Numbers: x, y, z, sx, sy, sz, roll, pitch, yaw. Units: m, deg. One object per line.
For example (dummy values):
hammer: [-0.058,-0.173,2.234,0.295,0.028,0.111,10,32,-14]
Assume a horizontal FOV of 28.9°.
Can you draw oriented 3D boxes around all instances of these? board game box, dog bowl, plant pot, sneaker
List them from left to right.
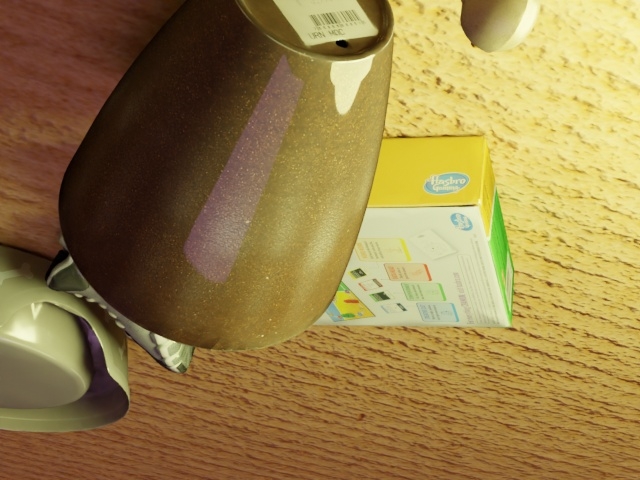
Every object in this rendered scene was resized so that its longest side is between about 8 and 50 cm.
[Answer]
dog bowl: [-0.371,0.106,1.355,0.348,0.102,0.349,5,153,3]
sneaker: [-0.201,0.049,1.237,0.132,0.086,0.229,6,144,13]
plant pot: [-0.043,-0.077,0.823,0.215,0.215,0.230,15,139,-15]
board game box: [0.000,0.000,1.090,0.316,0.064,0.242,0,153,14]

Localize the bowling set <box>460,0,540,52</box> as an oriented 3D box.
bowling set: [0.090,-0.204,0.558,0.199,0.154,0.287,18,151,-22]
